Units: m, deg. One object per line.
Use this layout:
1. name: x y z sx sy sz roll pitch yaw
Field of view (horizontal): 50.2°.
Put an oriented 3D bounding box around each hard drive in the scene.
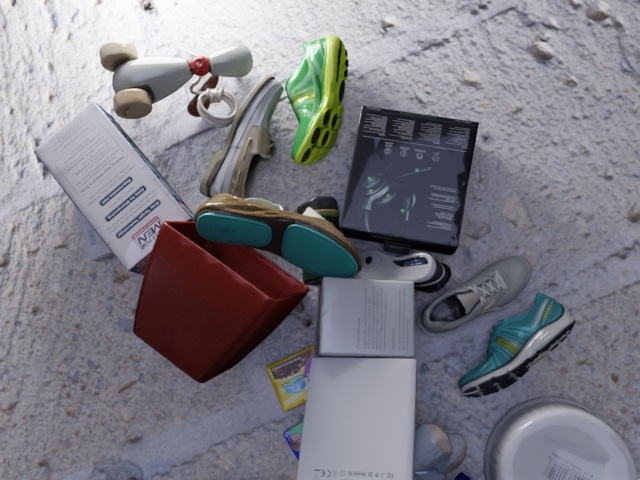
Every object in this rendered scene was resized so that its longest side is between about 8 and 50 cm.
1. hard drive: 0.066 0.359 1.218 0.202 0.040 0.308 -2 56 14

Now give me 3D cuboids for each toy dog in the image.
1. toy dog: -0.328 -0.356 1.547 0.333 0.161 0.220 9 78 -6

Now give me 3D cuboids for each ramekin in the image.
1. ramekin: 0.461 0.445 1.310 0.277 0.135 0.277 -1 81 6

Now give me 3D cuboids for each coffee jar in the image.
1. coffee jar: 0.000 0.000 1.454 0.079 0.096 0.185 -1 80 -28

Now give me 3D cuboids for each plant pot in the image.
1. plant pot: -0.220 0.131 1.391 0.267 0.267 0.236 34 98 11

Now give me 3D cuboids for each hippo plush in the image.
1. hippo plush: 0.115 0.388 1.356 0.294 0.234 0.237 -26 53 -3

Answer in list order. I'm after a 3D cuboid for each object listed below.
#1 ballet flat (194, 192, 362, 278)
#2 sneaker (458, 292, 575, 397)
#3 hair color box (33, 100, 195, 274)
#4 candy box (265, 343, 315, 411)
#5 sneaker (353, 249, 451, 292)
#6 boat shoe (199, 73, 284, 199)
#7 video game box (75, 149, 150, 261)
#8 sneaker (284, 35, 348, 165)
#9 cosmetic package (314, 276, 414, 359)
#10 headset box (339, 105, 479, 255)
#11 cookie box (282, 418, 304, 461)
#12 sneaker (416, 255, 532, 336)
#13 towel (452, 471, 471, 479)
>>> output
1. ballet flat: -0.076 -0.024 1.359 0.342 0.116 0.124 14 38 0
2. sneaker: 0.385 0.217 1.389 0.275 0.107 0.110 -38 59 -5
3. hair color box: -0.434 -0.111 1.474 0.174 0.105 0.347 -40 79 -1
4. candy box: -0.004 0.274 1.448 0.205 0.027 0.105 -25 80 2
5. sneaker: 0.170 0.074 1.435 0.216 0.121 0.079 2 72 42
6. boat shoe: -0.149 -0.212 1.506 0.103 0.113 0.302 29 96 9
7. video game box: -0.455 -0.078 1.549 0.187 0.048 0.205 -20 80 5
8. sneaker: -0.018 -0.306 1.515 0.123 0.109 0.296 8 82 28
9. cosmetic package: 0.085 0.165 1.370 0.183 0.151 0.151 4 74 -3
10. headset box: 0.183 -0.114 1.433 0.246 0.131 0.283 9 82 8
11. cookie box: -0.012 0.422 1.419 0.091 0.040 0.107 -33 80 0
12. sneaker: 0.319 0.115 1.386 0.262 0.121 0.099 -33 80 1
13. towel: 0.286 0.640 1.330 0.227 0.076 0.308 -37 84 -2
